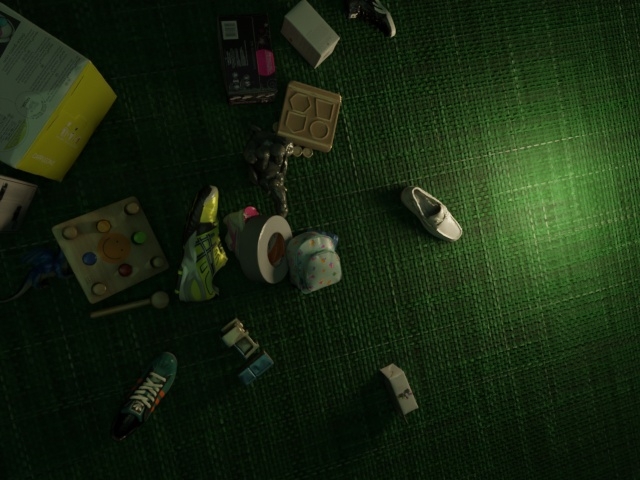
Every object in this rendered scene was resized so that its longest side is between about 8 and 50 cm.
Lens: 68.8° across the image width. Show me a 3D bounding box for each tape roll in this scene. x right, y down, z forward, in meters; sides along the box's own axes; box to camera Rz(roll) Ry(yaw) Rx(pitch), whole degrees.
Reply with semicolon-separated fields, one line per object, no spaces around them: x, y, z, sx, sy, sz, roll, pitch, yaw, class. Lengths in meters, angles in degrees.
-0.171;0.027;1.502;0.073;0.219;0.218;4;91;25;tape roll

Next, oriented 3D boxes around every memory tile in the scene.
-0.096;-0.345;1.611;0.148;0.012;0.113;4;91;-12;memory tile

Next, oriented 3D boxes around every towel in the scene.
0.000;0.000;1.630;0.120;0.029;0.066;12;88;-11;towel

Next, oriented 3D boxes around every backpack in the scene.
-0.022;0.069;1.548;0.166;0.144;0.188;-18;104;-25;backpack

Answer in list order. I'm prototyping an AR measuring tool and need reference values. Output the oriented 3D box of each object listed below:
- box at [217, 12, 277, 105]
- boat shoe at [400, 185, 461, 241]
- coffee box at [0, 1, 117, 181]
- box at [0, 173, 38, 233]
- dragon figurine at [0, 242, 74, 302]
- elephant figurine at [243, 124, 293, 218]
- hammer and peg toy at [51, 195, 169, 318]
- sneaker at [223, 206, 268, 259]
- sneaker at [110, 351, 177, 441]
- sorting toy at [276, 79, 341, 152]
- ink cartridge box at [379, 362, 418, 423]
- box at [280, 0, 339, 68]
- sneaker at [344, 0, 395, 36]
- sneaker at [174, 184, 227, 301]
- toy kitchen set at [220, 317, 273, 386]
-0.239;-0.577;1.511;0.164;0.142;0.246;-8;92;-10;box
0.408;-0.091;1.676;0.277;0.096;0.098;37;84;-10;boat shoe
-0.831;-0.399;1.293;0.335;0.338;0.338;32;85;-11;coffee box
-0.919;-0.109;1.307;0.087;0.290;0.169;21;88;-12;box
-0.852;0.073;1.427;0.289;0.085;0.143;-27;94;-14;dragon figurine
-0.170;-0.224;1.537;0.170;0.239;0.185;11;46;15;elephant figurine
-0.611;0.076;1.421;0.266;0.127;0.360;-27;102;-28;hammer and peg toy
-0.251;0.010;1.550;0.112;0.103;0.252;1;109;27;sneaker
-0.556;0.501;1.481;0.108;0.121;0.302;32;85;-11;sneaker
-0.040;-0.422;1.602;0.193;0.038;0.208;14;84;-11;sorting toy
0.284;0.543;1.662;0.062;0.104;0.181;-23;97;-10;ink cartridge box
-0.037;-0.683;1.554;0.091;0.130;0.170;-46;100;-6;box
0.158;-0.780;1.624;0.121;0.079;0.216;-32;89;-6;sneaker
-0.371;0.013;1.511;0.147;0.145;0.384;10;100;-18;sneaker
-0.257;0.374;1.516;0.122;0.166;0.207;-39;98;-8;toy kitchen set
